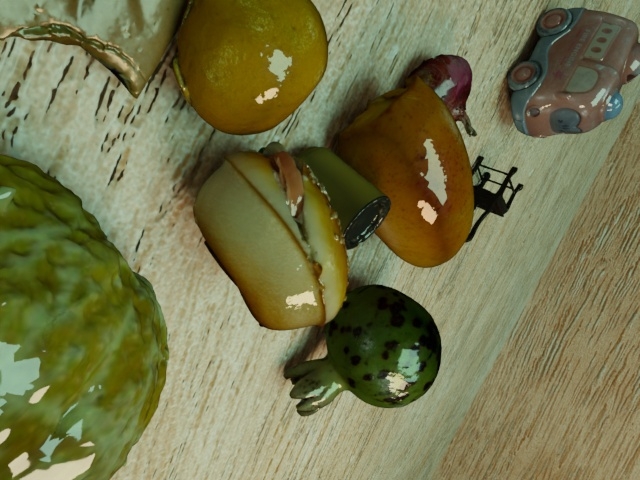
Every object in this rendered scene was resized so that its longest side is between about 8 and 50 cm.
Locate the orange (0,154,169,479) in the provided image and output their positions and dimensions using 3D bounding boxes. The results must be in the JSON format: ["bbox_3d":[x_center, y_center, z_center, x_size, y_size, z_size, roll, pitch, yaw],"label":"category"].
[{"bbox_3d":[-0.260,0.106,0.320,0.271,0.210,0.369,-40,137,-20],"label":"orange"}]

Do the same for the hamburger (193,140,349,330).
[{"bbox_3d":[-0.050,0.002,0.482,0.147,0.237,0.237,-30,136,-11],"label":"hamburger"}]

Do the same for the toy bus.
[{"bbox_3d":[0.595,-0.376,0.946,0.197,0.232,0.294,29,91,-53],"label":"toy bus"}]

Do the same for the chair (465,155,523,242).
[{"bbox_3d":[0.391,-0.085,1.018,0.229,0.106,0.113,-56,141,-3],"label":"chair"}]

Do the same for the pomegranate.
[{"bbox_3d":[0.079,0.208,0.792,0.306,0.242,0.242,-3,121,-14],"label":"pomegranate"}]

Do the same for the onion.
[{"bbox_3d":[0.215,-0.225,0.690,0.150,0.140,0.150,-28,147,-20],"label":"onion"}]

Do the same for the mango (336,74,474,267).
[{"bbox_3d":[0.144,-0.077,0.672,0.201,0.199,0.350,-17,126,14],"label":"mango"}]

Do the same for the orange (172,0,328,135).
[{"bbox_3d":[-0.068,-0.179,0.393,0.154,0.154,0.134,-45,110,-19],"label":"orange"}]

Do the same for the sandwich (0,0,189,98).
[{"bbox_3d":[-0.194,-0.239,0.276,0.245,0.063,0.212,27,94,-52],"label":"sandwich"}]

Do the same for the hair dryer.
[{"bbox_3d":[0.000,0.000,0.634,0.090,0.135,0.279,-29,151,-34],"label":"hair dryer"}]
